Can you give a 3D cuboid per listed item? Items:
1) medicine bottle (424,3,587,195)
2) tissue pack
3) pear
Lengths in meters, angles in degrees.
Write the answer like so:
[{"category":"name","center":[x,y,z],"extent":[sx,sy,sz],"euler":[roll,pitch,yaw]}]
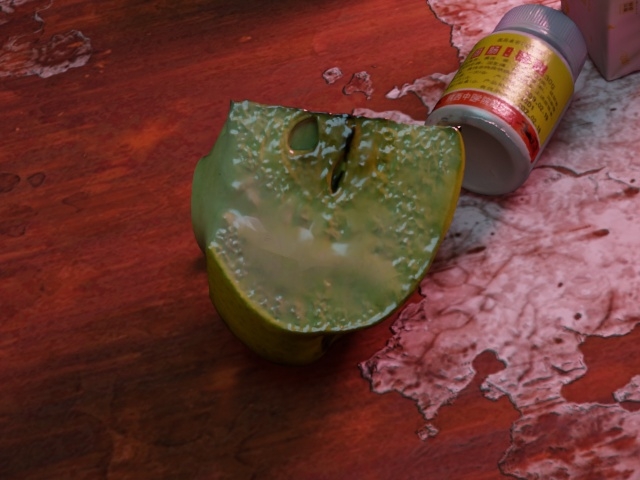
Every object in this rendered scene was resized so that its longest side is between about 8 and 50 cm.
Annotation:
[{"category":"medicine bottle","center":[0.227,-0.173,1.451],"extent":[0.139,0.139,0.225],"euler":[17,53,25]},{"category":"tissue pack","center":[0.384,-0.356,1.528],"extent":[0.124,0.225,0.185],"euler":[-16,47,-4]},{"category":"pear","center":[0.000,0.000,1.305],"extent":[0.286,0.176,0.281],"euler":[6,81,-3]}]
